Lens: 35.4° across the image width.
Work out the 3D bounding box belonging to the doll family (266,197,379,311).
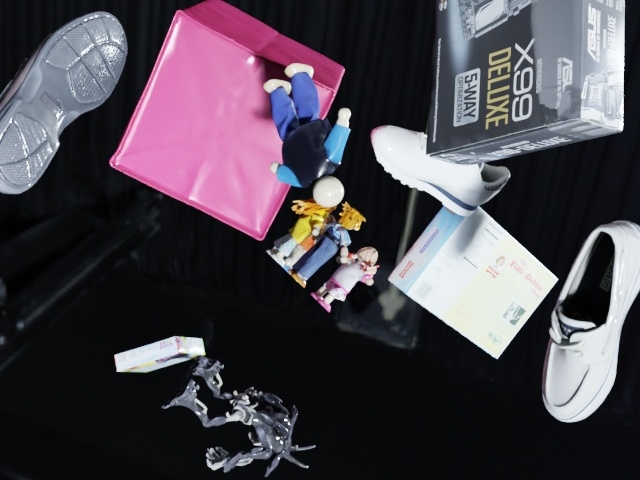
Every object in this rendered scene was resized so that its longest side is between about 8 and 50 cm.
[{"bbox_3d":[0.000,0.000,1.795,0.118,0.163,0.263,46,176,-35],"label":"doll family"}]

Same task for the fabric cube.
[{"bbox_3d":[-0.133,-0.194,1.527,0.259,0.254,0.258,27,-162,-4],"label":"fabric cube"}]

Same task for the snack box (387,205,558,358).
[{"bbox_3d":[0.272,0.067,1.737,0.322,0.187,0.060,36,-177,-44],"label":"snack box"}]

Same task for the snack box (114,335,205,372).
[{"bbox_3d":[-0.307,0.219,1.915,0.141,0.037,0.100,-18,167,21],"label":"snack box"}]

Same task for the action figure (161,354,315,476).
[{"bbox_3d":[-0.147,0.331,1.832,0.275,0.141,0.164,40,-131,-15],"label":"action figure"}]

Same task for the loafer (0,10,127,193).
[{"bbox_3d":[-0.341,-0.174,1.210,0.095,0.109,0.303,-2,-136,29],"label":"loafer"}]

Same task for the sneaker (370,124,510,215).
[{"bbox_3d":[0.179,-0.125,1.523,0.235,0.094,0.090,23,-131,-31],"label":"sneaker"}]

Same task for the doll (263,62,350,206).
[{"bbox_3d":[-0.013,-0.126,1.221,0.046,0.129,0.189,18,-132,-51],"label":"doll"}]

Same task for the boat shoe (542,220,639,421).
[{"bbox_3d":[0.324,0.103,1.226,0.088,0.268,0.096,1,-153,-43],"label":"boat shoe"}]

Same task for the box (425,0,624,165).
[{"bbox_3d":[0.238,-0.257,1.181,0.076,0.308,0.242,10,169,-35],"label":"box"}]
